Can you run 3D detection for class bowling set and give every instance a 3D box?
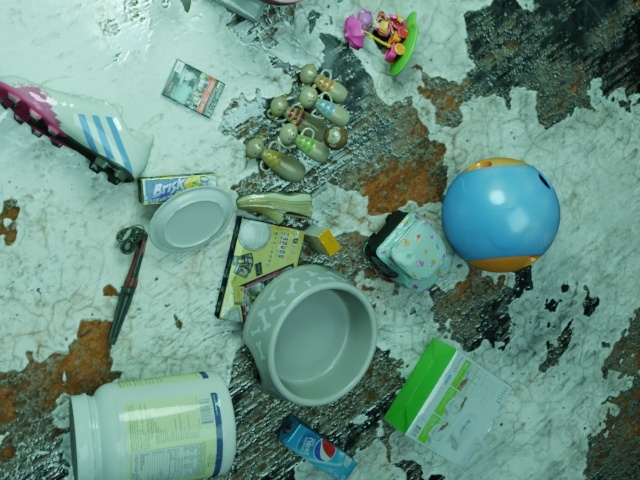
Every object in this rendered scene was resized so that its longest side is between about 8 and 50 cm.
[{"bbox_3d":[-0.026,-0.273,1.660,0.154,0.200,0.287,29,83,-23],"label":"bowling set"}]

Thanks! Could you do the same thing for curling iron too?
[{"bbox_3d":[-0.434,0.096,1.631,0.068,0.035,0.273,10,94,-20],"label":"curling iron"}]

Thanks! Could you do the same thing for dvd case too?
[{"bbox_3d":[-0.280,-0.335,1.635,0.120,0.013,0.087,24,89,-26],"label":"dvd case"}]

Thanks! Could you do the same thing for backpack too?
[{"bbox_3d":[0.231,0.035,1.849,0.166,0.144,0.188,-49,116,-15],"label":"backpack"}]

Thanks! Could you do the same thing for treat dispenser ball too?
[{"bbox_3d":[0.446,-0.063,1.842,0.288,0.288,0.288,-4,101,-23],"label":"treat dispenser ball"}]

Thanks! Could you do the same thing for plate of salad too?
[{"bbox_3d":[-0.286,-0.051,1.626,0.200,0.048,0.199,-24,146,-17],"label":"plate of salad"}]

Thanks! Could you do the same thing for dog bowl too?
[{"bbox_3d":[-0.012,0.236,1.768,0.349,0.102,0.348,-9,107,-31],"label":"dog bowl"}]

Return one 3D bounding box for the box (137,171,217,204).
[{"bbox_3d":[-0.315,-0.116,1.635,0.169,0.054,0.059,-6,101,-22],"label":"box"}]

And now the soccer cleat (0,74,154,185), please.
[{"bbox_3d":[-0.494,-0.250,1.517,0.331,0.116,0.143,37,68,-26],"label":"soccer cleat"}]

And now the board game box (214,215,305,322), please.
[{"bbox_3d":[-0.143,0.077,1.749,0.165,0.042,0.243,12,94,-25],"label":"board game box"}]

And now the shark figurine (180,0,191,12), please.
[{"bbox_3d":[-0.288,-0.626,1.506,0.166,0.116,0.278,-22,91,25],"label":"shark figurine"}]

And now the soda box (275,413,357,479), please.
[{"bbox_3d":[-0.008,0.527,1.868,0.210,0.071,0.067,40,83,-24],"label":"soda box"}]

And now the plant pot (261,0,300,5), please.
[{"bbox_3d":[-0.103,-0.585,1.532,0.201,0.180,0.201,-5,102,-23],"label":"plant pot"}]

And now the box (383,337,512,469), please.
[{"bbox_3d":[0.344,0.435,1.973,0.231,0.127,0.262,34,85,-25],"label":"box"}]

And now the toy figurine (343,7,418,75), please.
[{"bbox_3d":[0.134,-0.496,1.743,0.159,0.130,0.173,19,69,-16],"label":"toy figurine"}]

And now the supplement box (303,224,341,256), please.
[{"bbox_3d":[0.000,0.000,1.765,0.036,0.098,0.062,-40,111,-16],"label":"supplement box"}]

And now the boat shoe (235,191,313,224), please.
[{"bbox_3d":[-0.103,-0.073,1.718,0.190,0.068,0.072,-3,83,-23],"label":"boat shoe"}]

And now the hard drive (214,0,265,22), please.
[{"bbox_3d":[-0.166,-0.664,1.613,0.203,0.040,0.307,23,90,-25],"label":"hard drive"}]

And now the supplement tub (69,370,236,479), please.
[{"bbox_3d":[-0.367,0.415,1.604,0.325,0.235,0.235,-3,100,-23],"label":"supplement tub"}]
